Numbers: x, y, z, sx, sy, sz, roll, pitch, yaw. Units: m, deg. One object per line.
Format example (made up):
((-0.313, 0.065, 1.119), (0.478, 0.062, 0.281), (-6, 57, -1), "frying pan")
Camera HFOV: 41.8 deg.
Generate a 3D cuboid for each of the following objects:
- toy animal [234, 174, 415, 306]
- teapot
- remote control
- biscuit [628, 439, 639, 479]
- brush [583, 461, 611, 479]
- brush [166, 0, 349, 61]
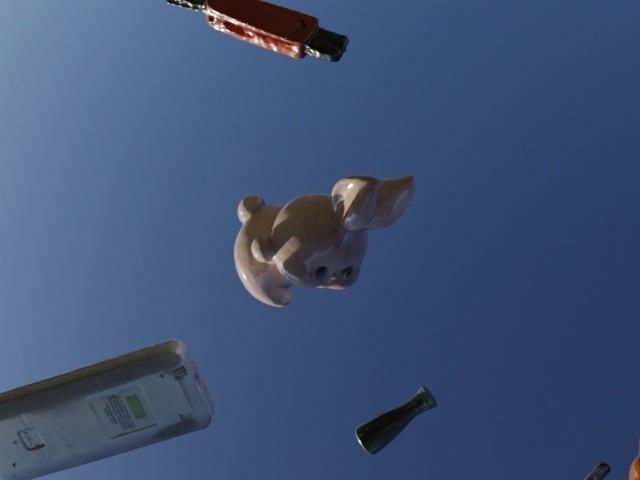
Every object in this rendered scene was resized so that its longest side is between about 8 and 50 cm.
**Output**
((0.001, 0.002, 0.823), (0.212, 0.124, 0.124), (-13, -137, 52), "toy animal")
((0.098, 0.222, 1.045), (0.111, 0.043, 0.042), (-37, -142, 16), "teapot")
((-0.242, 0.182, 0.879), (0.250, 0.103, 0.034), (-18, -158, 8), "remote control")
((0.296, 0.208, 0.457), (0.318, 0.111, 0.312), (22, -86, 62), "biscuit")
((0.239, 0.213, 0.740), (0.014, 0.170, 0.043), (42, -88, 24), "brush")
((-0.109, -0.355, 1.348), (0.323, 0.051, 0.070), (19, -118, 13), "brush")
